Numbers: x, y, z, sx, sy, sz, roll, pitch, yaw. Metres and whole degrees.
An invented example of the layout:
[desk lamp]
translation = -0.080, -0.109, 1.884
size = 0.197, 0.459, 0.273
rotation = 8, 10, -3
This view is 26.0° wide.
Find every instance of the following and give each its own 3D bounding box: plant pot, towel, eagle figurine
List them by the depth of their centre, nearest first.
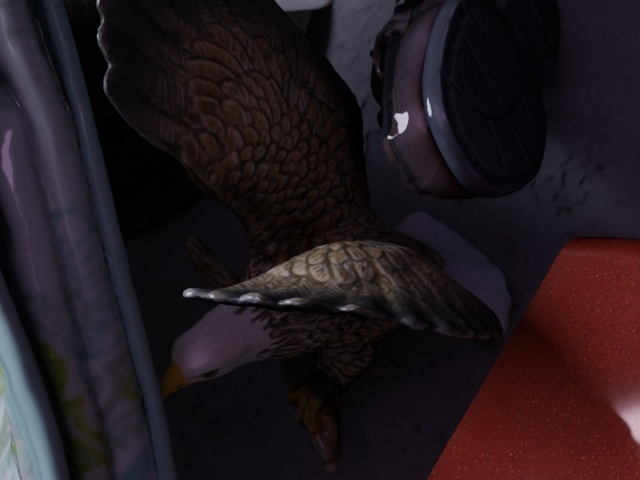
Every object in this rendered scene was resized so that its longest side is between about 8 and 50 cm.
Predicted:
[plant pot]
translation = 0.206, 0.144, 0.690
size = 0.235, 0.267, 0.267
rotation = 29, 87, 40
[eagle figurine]
translation = -0.006, 0.008, 0.750
size = 0.226, 0.298, 0.225
rotation = 16, 58, 8
[towel]
translation = -0.201, -0.008, 0.805
size = 0.090, 0.320, 0.375
rotation = -16, 98, -25

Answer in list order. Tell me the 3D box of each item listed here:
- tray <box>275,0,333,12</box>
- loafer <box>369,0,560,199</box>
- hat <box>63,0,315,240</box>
[tray]
translation = -0.042, -0.270, 0.831
size = 0.145, 0.030, 0.270
rotation = 3, 86, 38
[loafer]
translation = 0.075, -0.095, 0.807
size = 0.095, 0.302, 0.109
rotation = -20, 110, 25
[hat]
translation = -0.170, -0.167, 0.977
size = 0.331, 0.134, 0.331
rotation = -5, 74, 19
